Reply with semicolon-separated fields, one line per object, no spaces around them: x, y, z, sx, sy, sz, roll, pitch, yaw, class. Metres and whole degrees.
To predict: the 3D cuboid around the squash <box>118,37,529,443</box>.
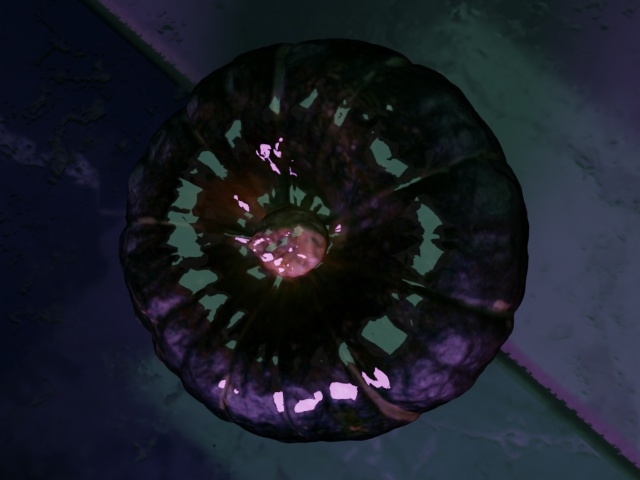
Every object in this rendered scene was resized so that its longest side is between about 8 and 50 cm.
0.000;0.000;0.566;0.252;0.165;0.252;-1;83;12;squash
